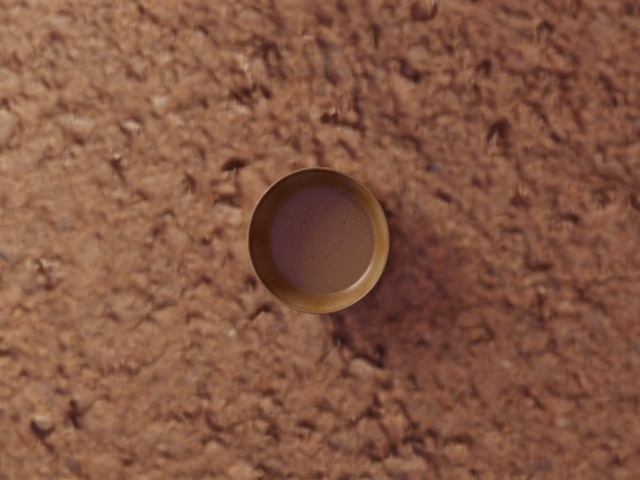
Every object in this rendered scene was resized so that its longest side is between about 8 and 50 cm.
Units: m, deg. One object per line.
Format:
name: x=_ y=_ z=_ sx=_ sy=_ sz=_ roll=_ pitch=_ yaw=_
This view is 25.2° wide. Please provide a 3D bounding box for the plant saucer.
plant saucer: x=0.000 y=0.000 z=0.814 sx=0.083 sy=0.015 sz=0.083 roll=0 pitch=92 yaw=14
